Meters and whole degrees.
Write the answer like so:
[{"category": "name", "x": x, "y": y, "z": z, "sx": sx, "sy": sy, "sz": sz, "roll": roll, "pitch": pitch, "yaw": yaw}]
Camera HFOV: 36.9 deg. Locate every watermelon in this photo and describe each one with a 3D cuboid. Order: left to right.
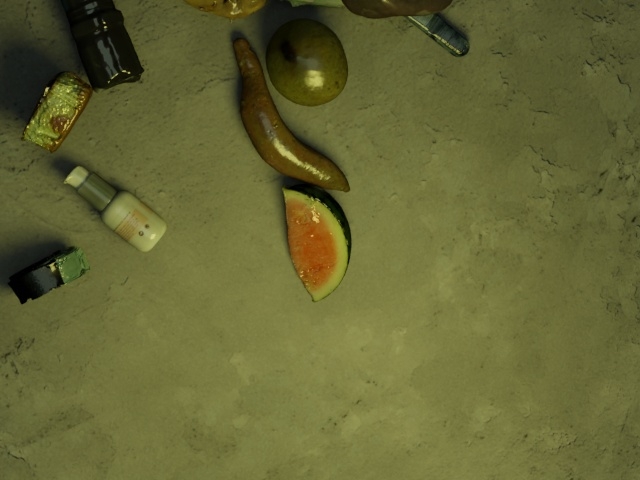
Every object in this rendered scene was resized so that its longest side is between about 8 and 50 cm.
[{"category": "watermelon", "x": -0.002, "y": -0.002, "z": 1.782, "sx": 0.119, "sy": 0.063, "sz": 0.245, "roll": -12, "pitch": 117, "yaw": 5}]

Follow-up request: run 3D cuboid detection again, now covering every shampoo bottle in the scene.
[{"category": "shampoo bottle", "x": -0.364, "y": -0.061, "z": 1.701, "sx": 0.192, "sy": 0.074, "sz": 0.074, "roll": 40, "pitch": 88, "yaw": -11}]

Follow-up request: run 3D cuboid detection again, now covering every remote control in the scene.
[{"category": "remote control", "x": 0.219, "y": -0.400, "z": 1.802, "sx": 0.152, "sy": 0.027, "sz": 0.043, "roll": 35, "pitch": 93, "yaw": -12}]

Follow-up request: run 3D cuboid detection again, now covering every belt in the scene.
[{"category": "belt", "x": -0.475, "y": 0.057, "z": 1.677, "sx": 0.140, "sy": 0.105, "sz": 0.058, "roll": -27, "pitch": 101, "yaw": -17}]

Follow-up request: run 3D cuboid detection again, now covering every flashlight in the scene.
[{"category": "flashlight", "x": -0.418, "y": -0.464, "z": 1.630, "sx": 0.103, "sy": 0.103, "sz": 0.424, "roll": -21, "pitch": 99, "yaw": -8}]

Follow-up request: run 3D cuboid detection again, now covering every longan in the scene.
[{"category": "longan", "x": -0.018, "y": -0.314, "z": 1.706, "sx": 0.176, "sy": 0.145, "sz": 0.155, "roll": 7, "pitch": 82, "yaw": -55}]

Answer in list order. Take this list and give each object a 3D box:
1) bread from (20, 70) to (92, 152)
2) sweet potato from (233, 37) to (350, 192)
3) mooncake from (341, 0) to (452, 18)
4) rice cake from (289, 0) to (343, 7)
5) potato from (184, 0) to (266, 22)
[{"category": "bread", "x": -0.446, "y": -0.220, "z": 1.634, "sx": 0.069, "sy": 0.128, "sz": 0.140, "roll": 30, "pitch": 102, "yaw": -14}, {"category": "sweet potato", "x": -0.080, "y": -0.202, "z": 1.744, "sx": 0.108, "sy": 0.079, "sz": 0.346, "roll": -43, "pitch": 104, "yaw": -35}, {"category": "mooncake", "x": 0.125, "y": -0.533, "z": 1.666, "sx": 0.306, "sy": 0.154, "sz": 0.306, "roll": -5, "pitch": 99, "yaw": -35}, {"category": "rice cake", "x": -0.034, "y": -0.473, "z": 1.670, "sx": 0.237, "sy": 0.043, "sz": 0.127, "roll": -2, "pitch": 97, "yaw": -47}, {"category": "potato", "x": -0.213, "y": -0.499, "z": 1.639, "sx": 0.300, "sy": 0.140, "sz": 0.173, "roll": 40, "pitch": 75, "yaw": -19}]
